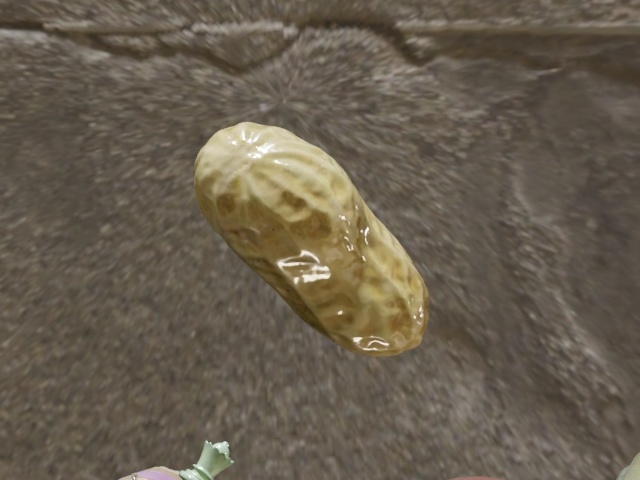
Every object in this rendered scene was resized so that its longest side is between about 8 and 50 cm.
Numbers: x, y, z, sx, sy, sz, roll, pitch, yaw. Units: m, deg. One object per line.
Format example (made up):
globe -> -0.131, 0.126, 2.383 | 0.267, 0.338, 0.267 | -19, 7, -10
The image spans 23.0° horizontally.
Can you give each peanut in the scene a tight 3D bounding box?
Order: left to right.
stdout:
peanut -> 0.000, 0.000, 1.009 | 0.194, 0.083, 0.093 | 43, 132, -15

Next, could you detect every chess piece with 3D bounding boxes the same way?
chess piece -> -0.097, 0.187, 1.162 | 0.042, 0.042, 0.093 | 40, 79, -4

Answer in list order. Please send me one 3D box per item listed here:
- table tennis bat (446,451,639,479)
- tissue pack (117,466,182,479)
table tennis bat -> 0.103, 0.115, 0.559 | 0.138, 0.246, 0.022 | 22, 104, 18
tissue pack -> -0.191, 0.281, 1.299 | 0.215, 0.256, 0.123 | -37, 87, -4
